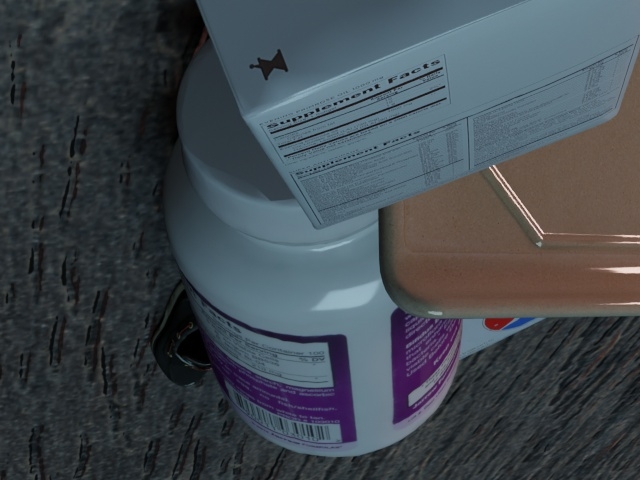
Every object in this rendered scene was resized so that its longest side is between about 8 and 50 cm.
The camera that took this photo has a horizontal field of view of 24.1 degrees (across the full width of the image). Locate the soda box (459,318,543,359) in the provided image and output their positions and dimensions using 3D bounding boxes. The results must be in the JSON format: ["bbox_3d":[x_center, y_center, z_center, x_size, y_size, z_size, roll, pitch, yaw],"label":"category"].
[{"bbox_3d":[0.163,0.008,1.089,0.216,0.069,0.074,-28,150,14],"label":"soda box"}]

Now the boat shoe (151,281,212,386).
[{"bbox_3d":[-0.091,0.074,1.078,0.049,0.042,0.133,-10,152,-21],"label":"boat shoe"}]

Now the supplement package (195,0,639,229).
[{"bbox_3d":[0.021,-0.133,0.574,0.149,0.194,0.203,-21,169,2],"label":"supplement package"}]

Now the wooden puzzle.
[{"bbox_3d":[0.115,-0.079,0.751,0.221,0.239,0.044,1,171,-33],"label":"wooden puzzle"}]

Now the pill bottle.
[{"bbox_3d":[0.000,0.000,0.871,0.169,0.169,0.301,-17,152,-5],"label":"pill bottle"}]
